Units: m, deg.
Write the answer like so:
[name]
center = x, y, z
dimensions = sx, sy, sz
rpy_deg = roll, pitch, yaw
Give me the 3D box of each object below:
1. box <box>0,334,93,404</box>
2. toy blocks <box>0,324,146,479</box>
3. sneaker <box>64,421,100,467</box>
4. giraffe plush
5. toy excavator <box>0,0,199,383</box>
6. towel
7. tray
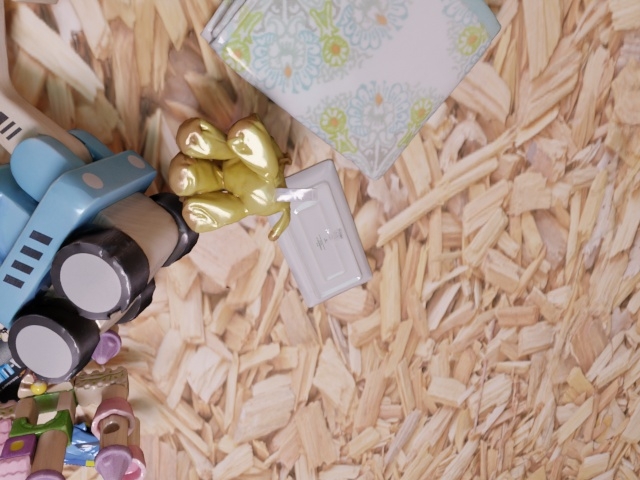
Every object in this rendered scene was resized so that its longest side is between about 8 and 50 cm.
[box]
center = -0.520, 0.194, 0.905
dimensions = 0.220, 0.051, 0.175
rpy_deg = -36, 120, 2
[toy blocks]
center = -0.426, 0.296, 0.803
dimensions = 0.288, 0.260, 0.309
rpy_deg = -6, 116, -15
[sneaker]
center = -0.484, 0.378, 1.006
dimensions = 0.209, 0.069, 0.082
rpy_deg = 4, 90, -14
[giraffe plush]
center = -0.110, -0.114, 0.813
dimensions = 0.210, 0.170, 0.182
rpy_deg = 14, 115, -10
[toy excavator]
center = -0.379, -0.099, 0.717
dimensions = 0.445, 0.222, 0.433
rpy_deg = 40, 114, -6
[towel]
center = 0.056, -0.316, 0.809
dimensions = 0.374, 0.090, 0.320
rpy_deg = 34, 105, -27
[tray]
center = 0.000, 0.000, 0.977
dimensions = 0.145, 0.030, 0.271
rpy_deg = -25, 120, -5
